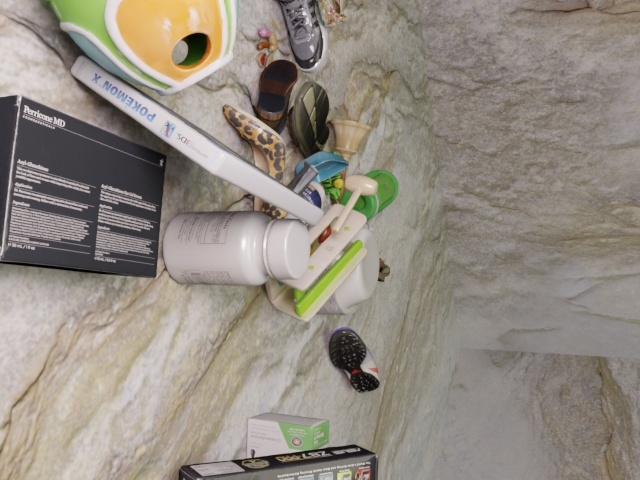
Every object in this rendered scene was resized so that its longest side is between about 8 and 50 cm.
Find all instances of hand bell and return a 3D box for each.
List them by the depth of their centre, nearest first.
[{"bbox_3d":[0.066,-0.220,1.750,0.126,0.126,0.241,4,98,-68],"label":"hand bell"}]

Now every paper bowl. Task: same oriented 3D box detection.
[{"bbox_3d":[0.069,0.065,1.661,0.284,0.148,0.283,1,90,-68],"label":"paper bowl"}]

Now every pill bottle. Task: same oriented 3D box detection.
[{"bbox_3d":[-0.142,0.013,1.039,0.131,0.230,0.131,0,90,-68],"label":"pill bottle"},{"bbox_3d":[-0.050,-0.087,1.440,0.169,0.094,0.094,-46,132,-60],"label":"pill bottle"}]

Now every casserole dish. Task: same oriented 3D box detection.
[{"bbox_3d":[0.001,-0.191,1.559,0.188,0.114,0.036,-2,67,-67],"label":"casserole dish"}]

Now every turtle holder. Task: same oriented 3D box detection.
[{"bbox_3d":[-0.242,-0.316,0.806,0.243,0.321,0.227,-47,120,-32],"label":"turtle holder"}]

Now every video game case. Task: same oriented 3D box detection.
[{"bbox_3d":[-0.172,-0.140,0.924,0.036,0.300,0.329,-56,156,3],"label":"video game case"}]

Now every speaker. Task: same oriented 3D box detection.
[{"bbox_3d":[0.158,-0.146,1.906,0.296,0.131,0.131,-36,123,-63],"label":"speaker"}]

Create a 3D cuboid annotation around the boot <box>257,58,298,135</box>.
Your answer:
[{"bbox_3d":[-0.105,-0.316,1.362,0.106,0.082,0.219,108,-3,-48],"label":"boot"}]

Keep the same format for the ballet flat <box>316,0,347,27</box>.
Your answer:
[{"bbox_3d":[0.018,-0.697,1.639,0.240,0.077,0.091,66,33,-43],"label":"ballet flat"}]

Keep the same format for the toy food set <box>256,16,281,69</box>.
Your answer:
[{"bbox_3d":[-0.124,-0.439,1.368,0.078,0.019,0.122,47,56,-60],"label":"toy food set"}]

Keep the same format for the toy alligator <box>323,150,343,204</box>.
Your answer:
[{"bbox_3d":[0.030,-0.155,1.701,0.052,0.056,0.189,-12,106,-24],"label":"toy alligator"}]

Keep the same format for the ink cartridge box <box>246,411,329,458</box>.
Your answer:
[{"bbox_3d":[-0.072,0.493,1.291,0.093,0.161,0.219,13,78,-65],"label":"ink cartridge box"}]

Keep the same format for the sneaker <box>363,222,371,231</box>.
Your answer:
[{"bbox_3d":[0.108,0.003,1.875,0.083,0.072,0.190,54,34,-42],"label":"sneaker"}]

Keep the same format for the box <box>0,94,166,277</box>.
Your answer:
[{"bbox_3d":[-0.322,-0.053,0.773,0.261,0.103,0.184,20,75,-66],"label":"box"}]

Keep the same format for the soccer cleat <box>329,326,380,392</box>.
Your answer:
[{"bbox_3d":[0.097,0.339,1.811,0.116,0.109,0.318,-100,167,-45],"label":"soccer cleat"}]

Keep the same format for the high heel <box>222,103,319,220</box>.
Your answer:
[{"bbox_3d":[-0.145,-0.146,1.265,0.261,0.093,0.186,39,92,-29],"label":"high heel"}]

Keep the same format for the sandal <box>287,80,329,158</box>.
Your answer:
[{"bbox_3d":[-0.040,-0.283,1.478,0.120,0.086,0.302,-58,169,-14],"label":"sandal"}]

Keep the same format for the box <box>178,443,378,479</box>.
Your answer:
[{"bbox_3d":[-0.075,0.568,1.126,0.395,0.097,0.317,7,85,-33],"label":"box"}]

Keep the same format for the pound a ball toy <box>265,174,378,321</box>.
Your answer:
[{"bbox_3d":[0.000,0.000,1.403,0.319,0.136,0.208,-48,149,-34],"label":"pound a ball toy"}]

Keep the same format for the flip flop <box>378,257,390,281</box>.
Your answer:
[{"bbox_3d":[0.167,0.086,1.943,0.277,0.112,0.080,-12,105,-71],"label":"flip flop"}]

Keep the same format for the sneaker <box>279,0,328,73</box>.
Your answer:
[{"bbox_3d":[-0.060,-0.540,1.426,0.153,0.102,0.268,-1,85,-67],"label":"sneaker"}]
